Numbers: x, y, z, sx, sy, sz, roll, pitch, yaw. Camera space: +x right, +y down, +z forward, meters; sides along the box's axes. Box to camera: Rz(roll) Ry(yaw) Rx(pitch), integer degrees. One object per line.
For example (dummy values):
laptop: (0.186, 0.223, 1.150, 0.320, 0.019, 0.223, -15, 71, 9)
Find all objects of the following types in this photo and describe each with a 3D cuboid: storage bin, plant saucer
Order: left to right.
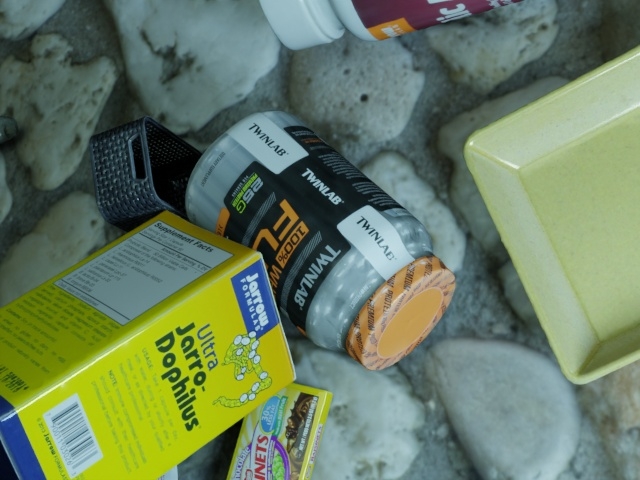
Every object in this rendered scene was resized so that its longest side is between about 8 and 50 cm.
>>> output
storage bin: (-0.216, -0.072, 1.576, 0.084, 0.180, 0.122, -18, 69, 17)
plant saucer: (0.375, -0.042, 1.374, 0.333, 0.081, 0.332, -27, 65, 14)

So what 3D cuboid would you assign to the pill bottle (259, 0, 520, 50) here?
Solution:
pill bottle: (0.121, -0.377, 1.501, 0.392, 0.224, 0.224, -13, 70, 20)

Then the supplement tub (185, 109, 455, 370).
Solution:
supplement tub: (0.000, 0.000, 1.457, 0.316, 0.193, 0.193, 41, 93, 27)

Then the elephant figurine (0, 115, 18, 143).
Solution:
elephant figurine: (-0.603, -0.156, 1.801, 0.239, 0.186, 0.169, -45, 19, -6)

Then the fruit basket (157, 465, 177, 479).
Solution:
fruit basket: (-0.329, 0.349, 1.438, 0.327, 0.165, 0.353, -9, 62, 3)

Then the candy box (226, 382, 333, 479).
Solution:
candy box: (-0.060, 0.276, 1.494, 0.105, 0.027, 0.205, 10, 79, 28)

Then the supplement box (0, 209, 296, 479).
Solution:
supplement box: (-0.237, 0.149, 1.396, 0.356, 0.195, 0.194, -33, 35, -28)
